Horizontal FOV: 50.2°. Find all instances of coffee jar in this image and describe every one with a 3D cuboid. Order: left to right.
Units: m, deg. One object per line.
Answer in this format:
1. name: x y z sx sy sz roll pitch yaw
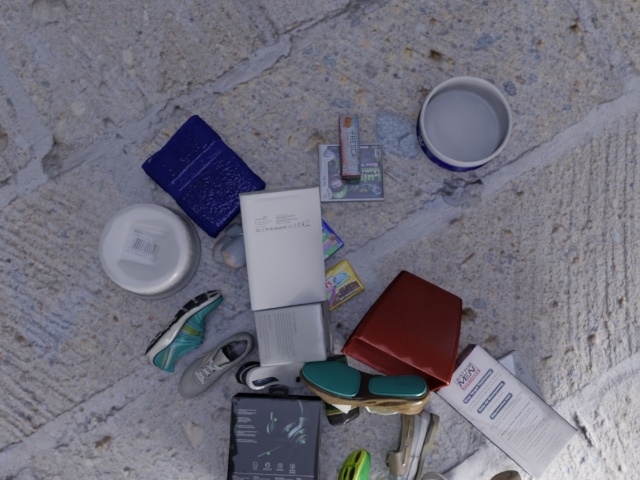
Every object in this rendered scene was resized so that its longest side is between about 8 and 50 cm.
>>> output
1. coffee jar: 0.047 0.413 1.888 0.079 0.096 0.185 -19 81 32

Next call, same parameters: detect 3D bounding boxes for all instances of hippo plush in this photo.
1. hippo plush: -0.129 0.036 1.911 0.294 0.234 0.237 -35 110 0

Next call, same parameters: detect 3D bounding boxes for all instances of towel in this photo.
1. towel: -0.333 -0.184 1.970 0.227 0.076 0.308 -45 80 -3

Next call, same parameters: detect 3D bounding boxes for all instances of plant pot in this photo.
1. plant pot: 0.238 0.237 1.845 0.267 0.267 0.236 26 72 2

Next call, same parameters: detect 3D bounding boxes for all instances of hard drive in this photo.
1. hard drive: -0.094 0.019 1.767 0.202 0.040 0.308 -7 108 -9

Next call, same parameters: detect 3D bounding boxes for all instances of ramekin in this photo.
1. ramekin: -0.482 0.025 1.912 0.277 0.135 0.277 0 83 0

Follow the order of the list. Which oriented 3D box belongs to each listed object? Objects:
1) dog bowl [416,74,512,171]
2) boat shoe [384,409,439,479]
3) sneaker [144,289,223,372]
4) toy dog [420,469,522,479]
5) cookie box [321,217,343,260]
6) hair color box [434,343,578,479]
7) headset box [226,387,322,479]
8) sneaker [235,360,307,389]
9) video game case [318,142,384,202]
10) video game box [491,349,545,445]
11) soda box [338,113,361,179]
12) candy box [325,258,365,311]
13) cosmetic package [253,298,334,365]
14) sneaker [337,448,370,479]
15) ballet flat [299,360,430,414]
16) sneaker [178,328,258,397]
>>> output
1. dog bowl: 0.414 -0.336 1.988 0.264 0.104 0.265 0 82 -1
2. boat shoe: 0.227 0.605 1.866 0.103 0.113 0.302 22 72 3
3. sneaker: -0.368 0.250 1.918 0.110 0.107 0.275 43 89 -15
4. toy dog: 0.427 0.724 1.851 0.333 0.161 0.220 -2 86 13
5. cookie box: 0.000 0.000 1.970 0.092 0.040 0.107 -41 84 -5
6. hair color box: 0.491 0.455 1.839 0.347 0.105 0.174 41 85 4
7. headset box: -0.122 0.545 1.852 0.246 0.131 0.283 1 83 0
8. sneaker: -0.133 0.364 1.905 0.216 0.121 0.079 5 88 -35
9. video game case: 0.090 -0.199 2.007 0.190 0.022 0.173 -1 83 -1
10. video game box: 0.516 0.440 1.918 0.187 0.048 0.205 -27 84 -6
11. soda box: 0.085 -0.269 1.973 0.058 0.063 0.183 -2 83 -1
12. candy box: 0.014 0.150 1.957 0.205 0.027 0.105 -32 83 -5
13. cosmetic package: -0.069 0.247 1.860 0.183 0.151 0.151 -6 90 9
14. sneaker: 0.112 0.718 1.860 0.123 0.109 0.296 7 82 -20
15. ballet flat: 0.113 0.399 1.784 0.342 0.116 0.124 4 127 9
16. sneaker: -0.291 0.336 1.882 0.262 0.121 0.099 -40 84 -5
